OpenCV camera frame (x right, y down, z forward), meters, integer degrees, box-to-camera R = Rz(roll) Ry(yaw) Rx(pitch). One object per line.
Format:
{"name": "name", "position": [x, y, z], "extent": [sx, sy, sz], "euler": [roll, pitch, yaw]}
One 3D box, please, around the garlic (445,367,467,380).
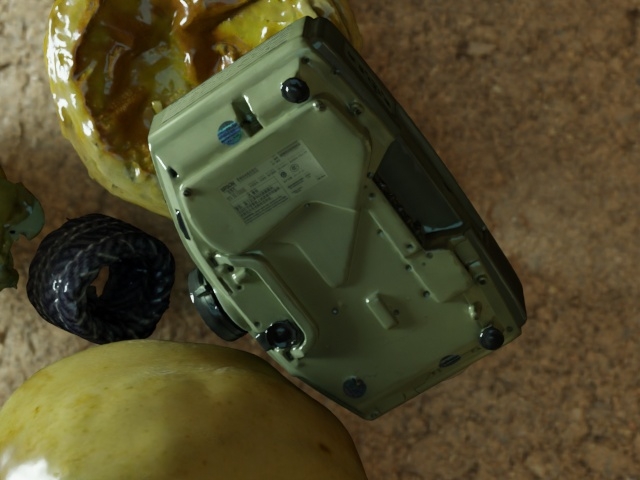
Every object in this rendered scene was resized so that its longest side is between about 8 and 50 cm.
{"name": "garlic", "position": [0.087, 0.060, 1.262], "extent": [0.094, 0.074, 0.113], "euler": [5, 118, -6]}

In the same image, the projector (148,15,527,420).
{"name": "projector", "position": [0.000, 0.000, 1.155], "extent": [0.193, 0.088, 0.269], "euler": [-32, 110, 17]}

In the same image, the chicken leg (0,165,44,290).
{"name": "chicken leg", "position": [-0.398, 0.085, 1.214], "extent": [0.201, 0.153, 0.429], "euler": [41, 75, -6]}

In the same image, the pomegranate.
{"name": "pomegranate", "position": [-0.119, 0.232, 1.185], "extent": [0.332, 0.332, 0.333], "euler": [1, 102, 5]}

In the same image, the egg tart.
{"name": "egg tart", "position": [-0.082, -0.129, 1.221], "extent": [0.241, 0.106, 0.241], "euler": [2, 103, 8]}

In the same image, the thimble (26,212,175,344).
{"name": "thimble", "position": [-0.165, 0.030, 1.258], "extent": [0.066, 0.104, 0.095], "euler": [21, 82, 38]}
